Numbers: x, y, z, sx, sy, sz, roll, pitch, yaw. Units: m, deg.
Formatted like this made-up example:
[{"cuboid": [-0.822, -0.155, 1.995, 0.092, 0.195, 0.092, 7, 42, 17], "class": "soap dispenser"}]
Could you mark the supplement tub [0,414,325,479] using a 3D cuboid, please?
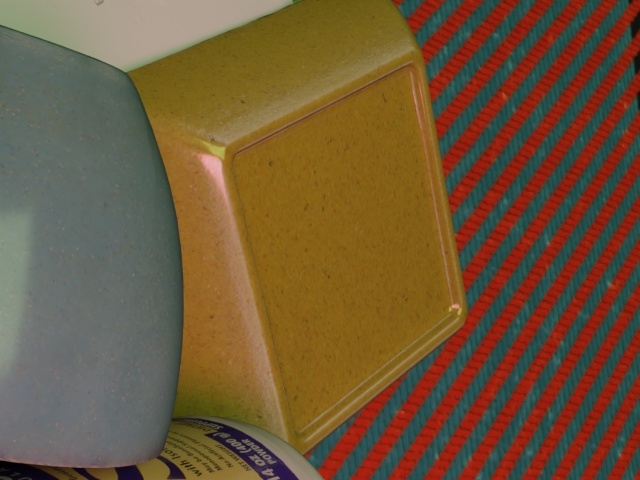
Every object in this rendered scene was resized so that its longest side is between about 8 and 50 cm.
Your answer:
[{"cuboid": [-0.150, 0.236, 0.709, 0.331, 0.241, 0.241, -4, 81, -54], "class": "supplement tub"}]

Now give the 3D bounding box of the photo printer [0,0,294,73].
[{"cuboid": [-0.185, -0.177, 0.906, 0.307, 0.107, 0.256, -45, 109, -37], "class": "photo printer"}]

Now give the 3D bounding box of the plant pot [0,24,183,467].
[{"cuboid": [-0.197, -0.019, 0.703, 0.290, 0.290, 0.196, 16, 91, -36], "class": "plant pot"}]

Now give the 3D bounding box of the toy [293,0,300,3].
[{"cuboid": [-0.044, -0.309, 1.091, 0.137, 0.056, 0.237, -16, 90, -42], "class": "toy"}]

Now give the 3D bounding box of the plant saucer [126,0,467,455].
[{"cuboid": [0.000, 0.000, 0.964, 0.332, 0.081, 0.333, -32, 118, -43], "class": "plant saucer"}]
